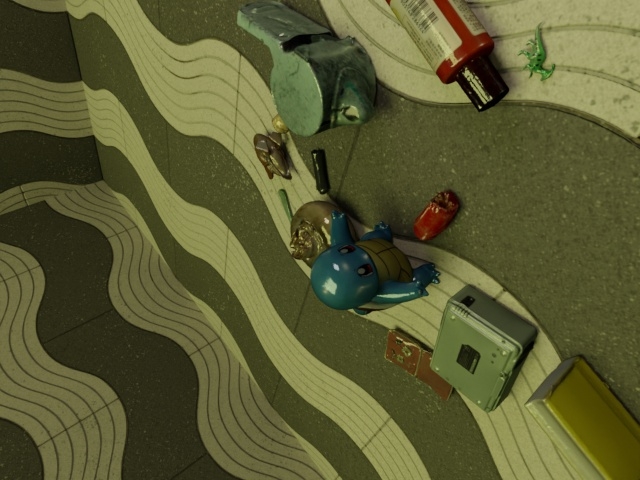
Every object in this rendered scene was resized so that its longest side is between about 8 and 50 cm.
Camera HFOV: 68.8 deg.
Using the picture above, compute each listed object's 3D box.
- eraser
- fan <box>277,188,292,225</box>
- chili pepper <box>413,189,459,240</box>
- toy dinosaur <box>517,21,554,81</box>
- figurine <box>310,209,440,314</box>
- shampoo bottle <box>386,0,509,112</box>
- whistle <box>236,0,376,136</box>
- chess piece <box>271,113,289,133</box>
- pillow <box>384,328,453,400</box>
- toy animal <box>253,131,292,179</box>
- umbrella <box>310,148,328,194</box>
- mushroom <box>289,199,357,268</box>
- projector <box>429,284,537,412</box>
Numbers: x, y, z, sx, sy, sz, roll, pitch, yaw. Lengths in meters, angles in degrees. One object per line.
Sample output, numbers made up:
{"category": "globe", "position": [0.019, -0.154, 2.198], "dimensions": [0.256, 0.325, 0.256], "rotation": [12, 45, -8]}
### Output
{"category": "eraser", "position": [0.513, 0.350, 0.887], "dimensions": [0.226, 0.158, 0.069], "rotation": [53, 149, 12]}
{"category": "fan", "position": [-0.101, -0.078, 1.556], "dimensions": [0.038, 0.016, 0.193], "rotation": [5, 117, 56]}
{"category": "chili pepper", "position": [0.252, -0.050, 1.033], "dimensions": [0.070, 0.073, 0.123], "rotation": [22, 145, -1]}
{"category": "toy dinosaur", "position": [0.352, -0.296, 0.749], "dimensions": [0.062, 0.021, 0.083], "rotation": [42, 147, 17]}
{"category": "figurine", "position": [0.125, 0.068, 1.135], "dimensions": [0.298, 0.243, 0.416], "rotation": [53, -173, 22]}
{"category": "shampoo bottle", "position": [0.224, -0.349, 0.808], "dimensions": [0.278, 0.104, 0.104], "rotation": [58, 148, 6]}
{"category": "whistle", "position": [-0.031, -0.411, 1.059], "dimensions": [0.405, 0.168, 0.188], "rotation": [60, 149, 1]}
{"category": "chess piece", "position": [-0.074, -0.357, 1.271], "dimensions": [0.060, 0.060, 0.172], "rotation": [60, 146, 2]}
{"category": "pillow", "position": [0.280, 0.345, 1.319], "dimensions": [0.232, 0.043, 0.126], "rotation": [31, 136, 38]}
{"category": "toy animal", "position": [-0.149, -0.247, 1.442], "dimensions": [0.188, 0.089, 0.179], "rotation": [57, 165, 6]}
{"category": "umbrella", "position": [-0.001, -0.192, 1.313], "dimensions": [0.036, 0.031, 0.133], "rotation": [25, 134, 46]}
{"category": "mushroom", "position": [0.000, 0.000, 1.323], "dimensions": [0.226, 0.178, 0.226], "rotation": [22, 124, 36]}
{"category": "projector", "position": [0.364, 0.257, 1.081], "dimensions": [0.192, 0.099, 0.257], "rotation": [35, 140, 33]}
